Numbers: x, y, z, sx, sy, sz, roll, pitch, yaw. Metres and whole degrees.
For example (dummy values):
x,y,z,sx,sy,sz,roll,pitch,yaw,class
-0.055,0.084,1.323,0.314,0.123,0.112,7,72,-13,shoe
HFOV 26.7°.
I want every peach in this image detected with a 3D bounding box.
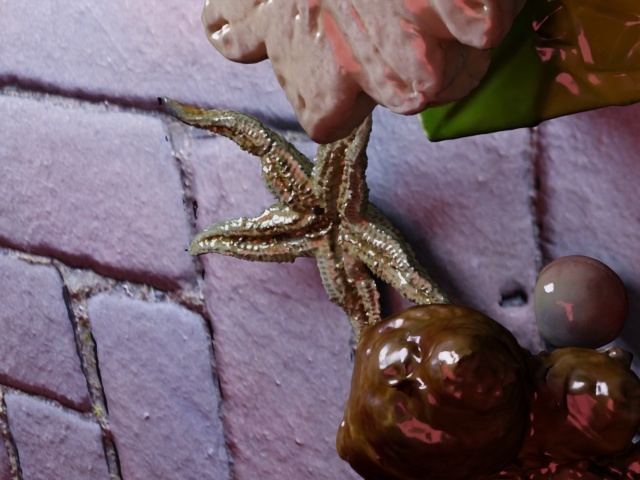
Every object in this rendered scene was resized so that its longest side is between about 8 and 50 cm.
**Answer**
x,y,z,sx,sy,sz,roll,pitch,yaw,class
0.215,0.052,1.114,0.083,0.083,0.083,21,125,33,peach

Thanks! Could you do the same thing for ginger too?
x,y,z,sx,sy,sz,roll,pitch,yaw,class
0.147,0.167,1.120,0.274,0.152,0.357,5,148,36,ginger

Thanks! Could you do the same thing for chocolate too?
x,y,z,sx,sy,sz,roll,pitch,yaw,class
0.166,-0.245,0.956,0.289,0.137,0.301,-9,107,45,chocolate

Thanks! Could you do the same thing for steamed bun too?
x,y,z,sx,sy,sz,roll,pitch,yaw,class
0.025,-0.215,0.906,0.292,0.137,0.295,17,130,34,steamed bun

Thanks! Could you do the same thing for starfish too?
x,y,z,sx,sy,sz,roll,pitch,yaw,class
0.002,0.000,1.281,0.347,0.078,0.358,6,127,37,starfish
